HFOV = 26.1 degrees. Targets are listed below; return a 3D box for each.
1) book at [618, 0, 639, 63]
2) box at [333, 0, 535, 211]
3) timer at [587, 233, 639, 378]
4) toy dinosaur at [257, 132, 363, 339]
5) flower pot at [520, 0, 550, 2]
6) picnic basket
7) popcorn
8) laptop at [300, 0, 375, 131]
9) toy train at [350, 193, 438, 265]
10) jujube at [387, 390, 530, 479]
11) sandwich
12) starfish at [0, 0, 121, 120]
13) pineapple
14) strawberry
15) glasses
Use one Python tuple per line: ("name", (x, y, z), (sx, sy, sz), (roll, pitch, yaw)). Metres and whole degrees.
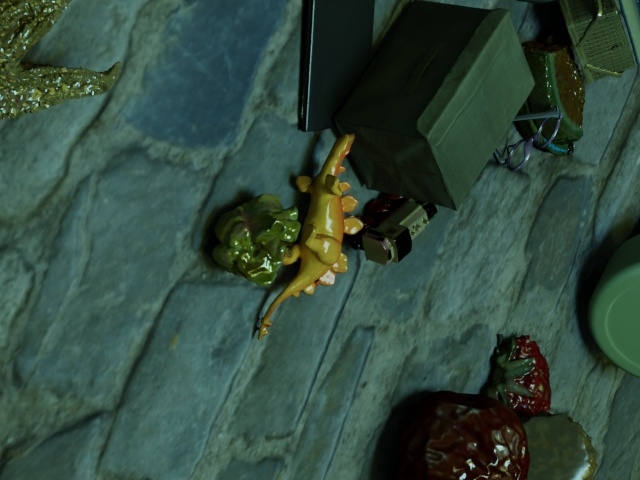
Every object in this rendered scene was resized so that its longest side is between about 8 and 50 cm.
("book", (0.440, -0.513, 2.062), (0.428, 0.039, 0.300), (59, 29, -43))
("box", (0.153, -0.184, 1.820), (0.231, 0.149, 0.155), (-58, 142, -23))
("timer", (0.639, 0.054, 2.465), (0.315, 0.291, 0.291), (-68, 149, -47))
("toy dinosaur", (0.000, 0.000, 1.777), (0.117, 0.070, 0.288), (13, 97, -52))
("flower pot", (0.278, -0.432, 1.869), (0.243, 0.189, 0.157), (46, 22, -42))
("picnic basket", (0.419, -0.332, 2.113), (0.164, 0.079, 0.115), (54, 24, -50))
("popcorn", (-0.074, -0.002, 1.672), (0.109, 0.089, 0.097), (-54, 149, -29))
("laptop", (0.022, -0.242, 1.762), (0.135, 0.016, 0.197), (-16, 115, -49))
("toy train", (0.103, -0.023, 1.876), (0.138, 0.087, 0.050), (-41, 134, -34))
("jujube", (0.203, 0.345, 2.044), (0.213, 0.213, 0.232), (-2, 102, -51))
("sandwich", (0.362, -0.221, 2.131), (0.159, 0.079, 0.235), (-45, 133, -32))
("starfish", (-0.326, -0.183, 1.315), (0.302, 0.060, 0.299), (-23, 114, -38))
("pineapple", (0.360, 0.395, 2.264), (0.169, 0.169, 0.340), (-59, 163, -19))
("strawberry", (0.350, 0.247, 2.273), (0.208, 0.087, 0.167), (24, 82, -53))
("glasses", (0.279, -0.165, 2.055), (0.104, 0.140, 0.062), (23, 51, -20))
